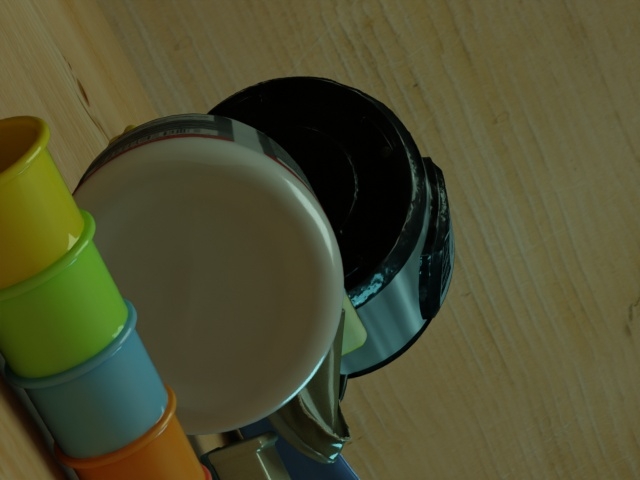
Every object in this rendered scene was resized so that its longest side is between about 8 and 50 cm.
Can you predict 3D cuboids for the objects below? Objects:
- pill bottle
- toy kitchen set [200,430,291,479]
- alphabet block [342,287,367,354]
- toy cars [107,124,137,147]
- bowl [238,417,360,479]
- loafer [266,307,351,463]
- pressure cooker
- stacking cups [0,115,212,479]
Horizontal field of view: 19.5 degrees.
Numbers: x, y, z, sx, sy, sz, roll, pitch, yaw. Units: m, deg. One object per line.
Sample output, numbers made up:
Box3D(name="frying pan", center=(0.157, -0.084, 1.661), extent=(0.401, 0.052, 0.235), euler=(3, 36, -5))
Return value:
Box3D(name="pill bottle", center=(-0.097, 0.010, 1.437), extent=(0.210, 0.210, 0.363), euler=(63, 1, -8))
Box3D(name="toy kitchen set", center=(-0.077, 0.188, 1.822), extent=(0.166, 0.122, 0.207), euler=(64, 21, 4))
Box3D(name="alphabet block", center=(-0.077, 0.055, 2.150), extent=(0.197, 0.193, 0.192), euler=(62, 3, -68))
Box3D(name="toy cars", center=(-0.174, -0.003, 1.853), extent=(0.393, 0.087, 0.176), euler=(104, -36, -86))
Box3D(name="bowl", center=(0.039, 0.323, 2.090), extent=(0.391, 0.077, 0.391), euler=(52, -3, 4))
Box3D(name="loafer", center=(-0.021, 0.090, 1.773), extent=(0.094, 0.087, 0.251), euler=(22, 44, -60))
Box3D(name="pressure cooker", center=(-0.006, -0.002, 2.625), extent=(0.375, 0.370, 0.420), euler=(46, -7, 22))
Box3D(name="stacking cups", center=(-0.132, 0.084, 1.088), extent=(0.096, 0.096, 0.316), euler=(-116, 180, -66))
